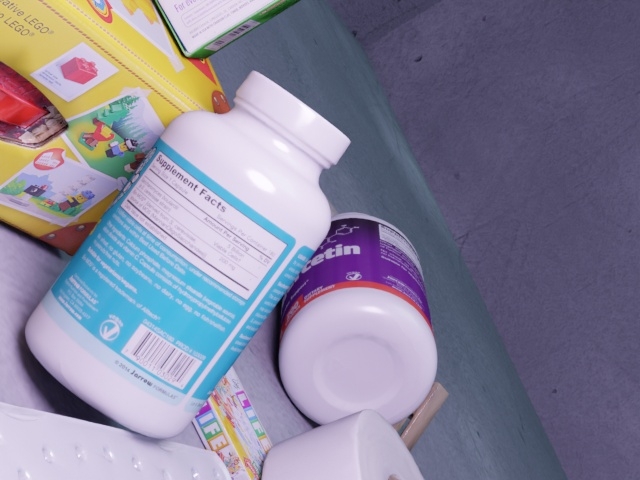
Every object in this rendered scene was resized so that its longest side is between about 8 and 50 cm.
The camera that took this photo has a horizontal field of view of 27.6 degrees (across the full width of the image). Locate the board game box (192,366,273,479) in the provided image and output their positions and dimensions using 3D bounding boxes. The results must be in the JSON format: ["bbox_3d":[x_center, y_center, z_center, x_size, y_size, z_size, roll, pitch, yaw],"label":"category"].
[{"bbox_3d":[-0.085,0.177,1.232,0.154,0.026,0.103,62,12,8],"label":"board game box"}]

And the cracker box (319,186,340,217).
[{"bbox_3d":[0.000,0.000,1.890,0.232,0.067,0.156,54,13,-32],"label":"cracker box"}]

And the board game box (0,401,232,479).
[{"bbox_3d":[-0.098,0.303,0.834,0.390,0.050,0.390,66,13,22],"label":"board game box"}]

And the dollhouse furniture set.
[{"bbox_3d":[0.076,0.218,1.787,0.151,0.123,0.144,23,-18,43],"label":"dollhouse furniture set"}]

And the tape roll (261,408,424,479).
[{"bbox_3d":[0.050,0.309,1.230,0.286,0.100,0.286,-22,90,-78],"label":"tape roll"}]

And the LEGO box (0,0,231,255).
[{"bbox_3d":[-0.298,-0.249,0.957,0.500,0.193,0.373,36,26,-62],"label":"LEGO box"}]

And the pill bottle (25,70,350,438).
[{"bbox_3d":[-0.091,0.006,0.976,0.146,0.264,0.146,37,1,-1],"label":"pill bottle"}]

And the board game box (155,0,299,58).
[{"bbox_3d":[-0.078,-0.341,1.028,0.317,0.242,0.064,61,10,-1],"label":"board game box"}]

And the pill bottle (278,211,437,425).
[{"bbox_3d":[0.041,0.083,1.596,0.181,0.181,0.323,56,12,-20],"label":"pill bottle"}]
